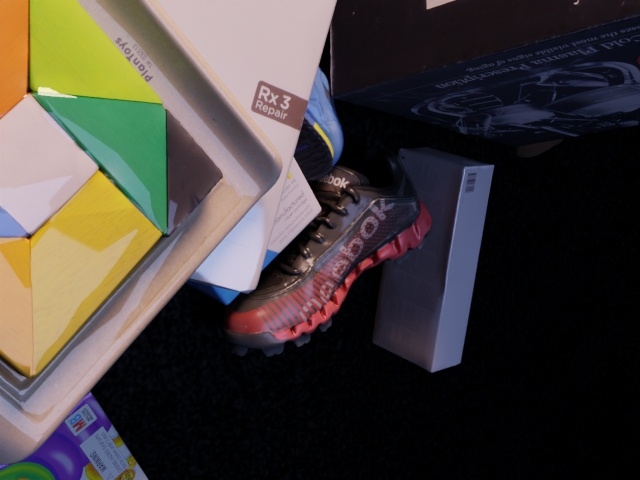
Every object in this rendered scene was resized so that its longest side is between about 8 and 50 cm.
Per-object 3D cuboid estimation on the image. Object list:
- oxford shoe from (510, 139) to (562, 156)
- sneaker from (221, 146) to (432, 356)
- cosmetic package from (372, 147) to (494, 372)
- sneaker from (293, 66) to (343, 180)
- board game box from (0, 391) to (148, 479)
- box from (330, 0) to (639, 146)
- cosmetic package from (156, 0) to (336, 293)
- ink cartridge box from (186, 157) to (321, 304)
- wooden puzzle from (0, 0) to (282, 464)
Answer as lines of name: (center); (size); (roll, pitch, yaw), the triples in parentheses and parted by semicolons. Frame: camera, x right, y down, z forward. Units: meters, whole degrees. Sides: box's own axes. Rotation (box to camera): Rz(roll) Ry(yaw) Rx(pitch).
oxford shoe: (0.305, -0.176, 1.105); (0.227, 0.083, 0.096); (-33, 153, -35)
sneaker: (0.000, 0.000, 0.858); (0.276, 0.098, 0.135); (-38, 129, -29)
cosmetic package: (0.127, 0.020, 0.987); (0.060, 0.099, 0.239); (-9, 113, -44)
sneaker: (-0.038, -0.157, 0.794); (0.209, 0.069, 0.082); (61, 31, -30)
board game box: (-0.285, 0.221, 0.644); (0.275, 0.142, 0.144); (-40, 130, -25)
box: (0.235, -0.217, 0.795); (0.312, 0.343, 0.179); (5, 83, -44)
cosmetic package: (-0.112, -0.178, 0.574); (0.217, 0.156, 0.385); (16, 86, -31)
ink cartridge box: (-0.108, -0.073, 0.740); (0.134, 0.078, 0.231); (-46, 132, -19)
wooden puzzle: (-0.155, -0.034, 0.445); (0.238, 0.044, 0.221); (-49, 116, -18)
